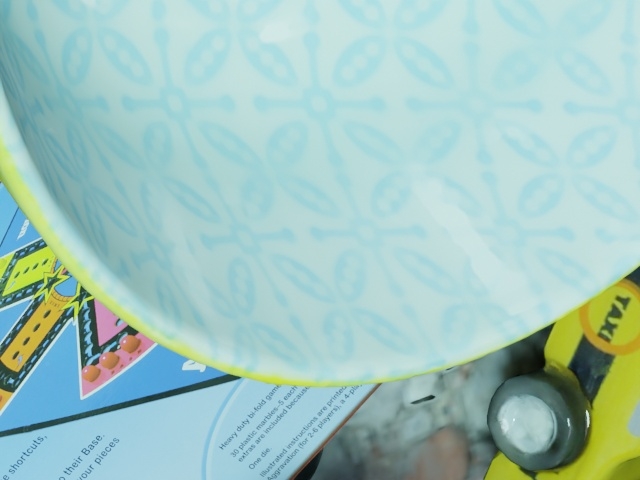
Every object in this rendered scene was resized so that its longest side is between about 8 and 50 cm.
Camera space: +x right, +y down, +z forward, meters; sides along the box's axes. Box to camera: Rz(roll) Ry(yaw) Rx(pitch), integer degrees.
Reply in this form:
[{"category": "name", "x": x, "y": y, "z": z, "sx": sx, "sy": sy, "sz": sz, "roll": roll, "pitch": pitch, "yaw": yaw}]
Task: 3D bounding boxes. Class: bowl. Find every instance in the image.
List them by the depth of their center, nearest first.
[{"category": "bowl", "x": 0.005, "y": -0.124, "z": 0.489, "sx": 0.289, "sy": 0.156, "sz": 0.289, "roll": -20, "pitch": 127, "yaw": -28}]

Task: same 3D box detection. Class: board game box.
[{"category": "board game box", "x": -0.082, "y": 0.056, "z": 0.626, "sx": 0.145, "sy": 0.027, "sz": 0.281, "roll": 37, "pitch": 104, "yaw": -23}]

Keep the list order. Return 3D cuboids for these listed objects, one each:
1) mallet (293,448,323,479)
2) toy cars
[{"category": "mallet", "x": 0.000, "y": 0.000, "z": 0.671, "sx": 0.062, "sy": 0.039, "sz": 0.190, "roll": 22, "pitch": 96, "yaw": -24}, {"category": "toy cars", "x": 0.069, "y": 0.106, "z": 0.643, "sx": 0.394, "sy": 0.087, "sz": 0.176, "roll": -50, "pitch": 152, "yaw": -15}]
